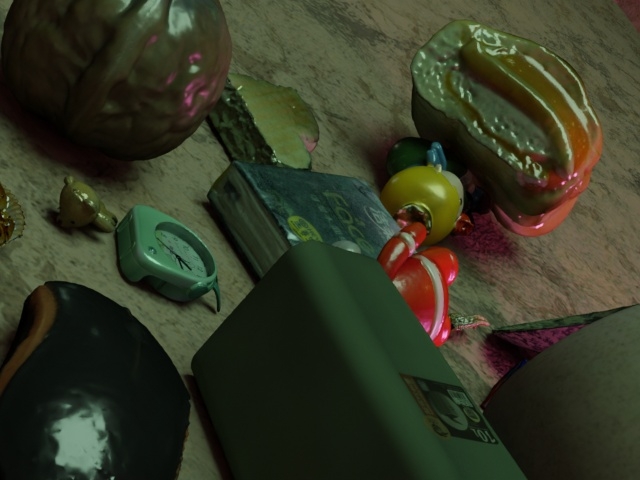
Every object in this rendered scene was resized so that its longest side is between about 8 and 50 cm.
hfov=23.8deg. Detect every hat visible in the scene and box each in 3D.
[{"bbox_3d":[0.366,0.159,2.062,0.265,0.266,0.128,-1,80,-57],"label":"hat"}]

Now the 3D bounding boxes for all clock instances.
[{"bbox_3d":[-0.153,0.024,1.618,0.135,0.041,0.101,30,27,-29],"label":"clock"}]

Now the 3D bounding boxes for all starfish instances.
[{"bbox_3d":[0.159,0.100,1.972,0.133,0.041,0.130,33,17,-7],"label":"starfish"}]

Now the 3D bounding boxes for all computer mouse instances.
[{"bbox_3d":[-0.191,0.141,1.286,0.183,0.116,0.323,41,23,-18],"label":"computer mouse"}]

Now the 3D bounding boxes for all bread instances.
[{"bbox_3d":[-0.081,-0.149,1.981,0.172,0.064,0.232,37,23,-14],"label":"bread"},{"bbox_3d":[0.288,-0.166,2.280,0.300,0.210,0.341,46,-9,17],"label":"bread"}]

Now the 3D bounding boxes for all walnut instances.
[{"bbox_3d":[-0.223,-0.208,1.666,0.248,0.248,0.248,35,26,-19],"label":"walnut"}]

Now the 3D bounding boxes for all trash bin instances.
[{"bbox_3d":[0.029,0.190,1.414,0.158,0.223,0.343,16,34,-46],"label":"trash bin"}]

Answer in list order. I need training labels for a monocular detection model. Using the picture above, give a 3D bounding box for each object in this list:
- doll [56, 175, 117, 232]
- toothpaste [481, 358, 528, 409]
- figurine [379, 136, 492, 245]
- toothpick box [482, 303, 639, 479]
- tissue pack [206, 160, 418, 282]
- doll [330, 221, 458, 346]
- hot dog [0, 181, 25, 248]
[{"bbox_3d":[-0.236,-0.035,1.574,0.061,0.051,0.093,44,22,17],"label":"doll"},{"bbox_3d":[0.342,0.291,1.919,0.320,0.066,0.076,46,24,5],"label":"toothpaste"},{"bbox_3d":[0.165,-0.046,2.142,0.185,0.127,0.234,44,13,-19],"label":"figurine"},{"bbox_3d":[0.377,0.305,1.538,0.409,0.409,0.425,11,45,-50],"label":"toothpick box"},{"bbox_3d":[0.000,0.000,1.844,0.257,0.081,0.185,5,45,-53],"label":"tissue pack"},{"bbox_3d":[0.051,0.082,1.710,0.105,0.199,0.336,14,13,31],"label":"doll"},{"bbox_3d":[-0.341,-0.025,1.393,0.099,0.053,0.192,44,22,11],"label":"hot dog"}]
